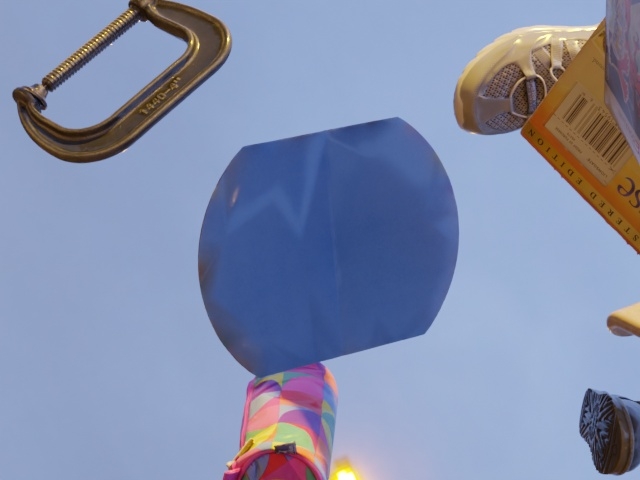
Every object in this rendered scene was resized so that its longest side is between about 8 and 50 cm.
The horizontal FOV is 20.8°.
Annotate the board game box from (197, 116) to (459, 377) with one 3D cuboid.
[{"bbox_3d":[0.000,0.000,1.002,0.033,0.169,0.133,20,-61,59],"label":"board game box"}]

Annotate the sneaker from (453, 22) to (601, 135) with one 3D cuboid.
[{"bbox_3d":[0.277,-0.177,1.864,0.115,0.281,0.105,-130,-156,-60],"label":"sneaker"}]

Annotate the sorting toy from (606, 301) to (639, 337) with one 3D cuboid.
[{"bbox_3d":[0.276,0.025,0.914,0.208,0.193,0.038,-159,-128,-70],"label":"sorting toy"}]

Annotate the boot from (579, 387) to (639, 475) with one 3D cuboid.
[{"bbox_3d":[0.364,0.189,1.667,0.189,0.209,0.076,-84,-175,-77],"label":"boot"}]

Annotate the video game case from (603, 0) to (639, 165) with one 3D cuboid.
[{"bbox_3d":[0.270,-0.152,1.443,0.183,0.023,0.201,-106,-172,-53],"label":"video game case"}]

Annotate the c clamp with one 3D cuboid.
[{"bbox_3d":[-0.128,-0.110,1.073,0.137,0.160,0.022,24,-32,30],"label":"c clamp"}]

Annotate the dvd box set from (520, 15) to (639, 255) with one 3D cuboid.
[{"bbox_3d":[0.403,-0.142,1.588,0.307,0.062,0.420,47,-49,16],"label":"dvd box set"}]

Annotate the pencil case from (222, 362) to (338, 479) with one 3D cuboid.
[{"bbox_3d":[-0.035,0.194,1.688,0.236,0.104,0.104,-78,154,-71],"label":"pencil case"}]
